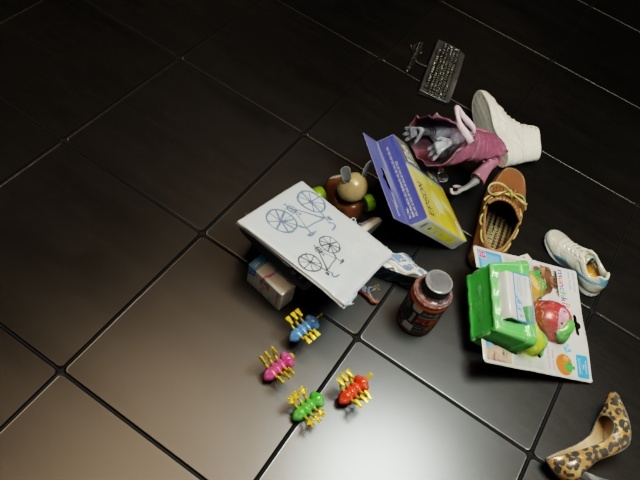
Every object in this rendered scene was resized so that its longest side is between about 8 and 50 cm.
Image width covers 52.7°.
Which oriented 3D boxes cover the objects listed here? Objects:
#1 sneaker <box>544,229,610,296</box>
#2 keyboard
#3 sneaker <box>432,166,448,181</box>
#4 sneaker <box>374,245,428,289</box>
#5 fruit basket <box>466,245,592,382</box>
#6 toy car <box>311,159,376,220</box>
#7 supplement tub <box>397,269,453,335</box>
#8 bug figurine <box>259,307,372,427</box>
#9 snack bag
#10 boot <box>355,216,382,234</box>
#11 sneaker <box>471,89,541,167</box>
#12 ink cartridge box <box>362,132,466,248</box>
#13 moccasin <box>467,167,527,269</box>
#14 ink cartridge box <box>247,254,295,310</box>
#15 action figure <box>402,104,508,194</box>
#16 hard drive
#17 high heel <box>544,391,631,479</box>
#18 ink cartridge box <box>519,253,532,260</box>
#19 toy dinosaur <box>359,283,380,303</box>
[{"bbox_3d":[0.751,0.049,1.884,0.087,0.092,0.228,-23,62,-24],"label":"sneaker"},{"bbox_3d":[0.401,-0.623,2.318,0.202,0.033,0.317,21,53,2],"label":"keyboard"},{"bbox_3d":[0.361,-0.235,2.017,0.047,0.057,0.119,-22,64,-28],"label":"sneaker"},{"bbox_3d":[0.240,0.079,1.753,0.211,0.080,0.081,24,57,3],"label":"sneaker"},{"bbox_3d":[0.564,0.187,1.695,0.353,0.165,0.327,12,62,-15],"label":"fruit basket"},{"bbox_3d":[0.079,-0.158,1.815,0.155,0.188,0.149,-20,62,-25],"label":"toy car"},{"bbox_3d":[0.268,0.154,1.633,0.106,0.198,0.106,6,55,-8],"label":"supplement tub"},{"bbox_3d":[-0.018,0.309,1.536,0.216,0.072,0.279,-33,72,-23],"label":"bug figurine"},{"bbox_3d":[0.000,0.000,1.640,0.342,0.037,0.323,38,35,9],"label":"snack bag"},{"bbox_3d":[0.081,-0.034,1.801,0.190,0.069,0.086,-33,72,-29],"label":"boot"},{"bbox_3d":[0.626,-0.377,2.156,0.169,0.108,0.292,-9,68,-20],"label":"sneaker"},{"bbox_3d":[0.268,-0.149,1.825,0.307,0.072,0.303,27,39,-49],"label":"ink cartridge box"},{"bbox_3d":[0.528,-0.084,1.892,0.139,0.147,0.380,30,54,8],"label":"moccasin"},{"bbox_3d":[-0.126,0.107,1.642,0.122,0.088,0.052,41,60,16],"label":"ink cartridge box"},{"bbox_3d":[0.438,-0.297,1.906,0.370,0.276,0.248,4,62,-31],"label":"action figure"},{"bbox_3d":[-0.094,0.037,1.662,0.255,0.172,0.054,42,95,15],"label":"hard drive"},{"bbox_3d":[0.643,0.464,1.561,0.186,0.093,0.261,22,62,-5],"label":"high heel"},{"bbox_3d":[0.598,0.083,1.864,0.048,0.028,0.083,-16,61,-23],"label":"ink cartridge box"},{"bbox_3d":[0.121,0.137,1.724,0.090,0.047,0.082,-23,68,11],"label":"toy dinosaur"}]
